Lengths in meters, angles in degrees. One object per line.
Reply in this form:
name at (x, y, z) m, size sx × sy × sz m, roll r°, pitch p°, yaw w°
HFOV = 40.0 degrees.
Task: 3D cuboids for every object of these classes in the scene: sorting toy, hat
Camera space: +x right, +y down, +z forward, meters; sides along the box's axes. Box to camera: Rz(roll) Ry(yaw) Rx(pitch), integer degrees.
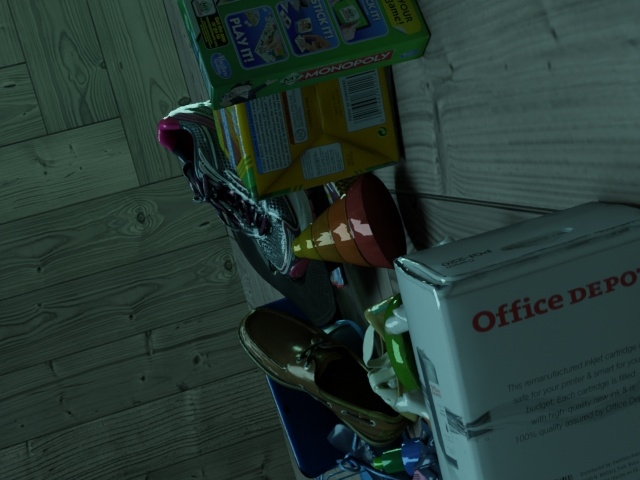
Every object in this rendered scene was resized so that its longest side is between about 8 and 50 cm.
sorting toy at (0.059, 0.111, 1.035) m, size 0.127 × 0.126 × 0.365 m, roll -13°, pitch -94°, yaw -68°
hat at (-0.032, -0.041, 1.352) m, size 0.331 × 0.134 × 0.331 m, roll 48°, pitch 157°, yaw 28°

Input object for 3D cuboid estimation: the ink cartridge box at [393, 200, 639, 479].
ink cartridge box at (0.153, 0.098, 0.581) m, size 0.092 × 0.159 × 0.218 m, roll -143°, pitch 38°, yaw -72°

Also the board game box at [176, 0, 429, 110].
board game box at (-0.050, -0.298, 0.859) m, size 0.046 × 0.213 × 0.317 m, roll 107°, pitch 144°, yaw -71°

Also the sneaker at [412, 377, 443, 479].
sneaker at (0.137, 0.215, 0.895) m, size 0.112 × 0.131 × 0.319 m, roll 98°, pitch 153°, yaw -66°

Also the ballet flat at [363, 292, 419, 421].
ballet flat at (0.093, 0.164, 1.183) m, size 0.080 × 0.073 × 0.232 m, roll -119°, pitch 17°, yaw -50°

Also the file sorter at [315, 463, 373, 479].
file sorter at (0.059, 0.490, 1.732) m, size 0.170 × 0.104 × 0.118 m, roll 179°, pitch 75°, yaw -79°

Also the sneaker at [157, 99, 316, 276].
sneaker at (-0.112, -0.064, 1.190) m, size 0.299 × 0.112 × 0.121 m, roll 52°, pitch 139°, yaw 24°

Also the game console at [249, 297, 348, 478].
game console at (-0.019, 0.239, 1.546) m, size 0.250 × 0.173 × 0.293 m, roll 144°, pitch 107°, yaw -78°

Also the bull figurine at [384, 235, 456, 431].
bull figurine at (0.152, 0.147, 0.755) m, size 0.188 × 0.101 × 0.310 m, roll 29°, pitch 134°, yaw 39°

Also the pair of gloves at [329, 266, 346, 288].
pair of gloves at (0.000, 0.000, 1.533) m, size 0.198 × 0.023 × 0.159 m, roll -160°, pitch 55°, yaw -75°

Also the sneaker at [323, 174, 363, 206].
sneaker at (0.027, -0.075, 1.173) m, size 0.084 × 0.070 × 0.185 m, roll 98°, pitch 155°, yaw -53°

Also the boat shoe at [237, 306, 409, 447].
boat shoe at (0.006, 0.187, 1.333) m, size 0.307 × 0.110 × 0.104 m, roll 31°, pitch 156°, yaw 13°

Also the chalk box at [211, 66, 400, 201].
chalk box at (-0.044, -0.193, 1.067) m, size 0.289 × 0.179 × 0.180 m, roll -129°, pitch 26°, yaw -63°

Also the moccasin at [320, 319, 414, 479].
moccasin at (0.061, 0.302, 1.415) m, size 0.137 × 0.117 × 0.342 m, roll 97°, pitch 152°, yaw -63°
